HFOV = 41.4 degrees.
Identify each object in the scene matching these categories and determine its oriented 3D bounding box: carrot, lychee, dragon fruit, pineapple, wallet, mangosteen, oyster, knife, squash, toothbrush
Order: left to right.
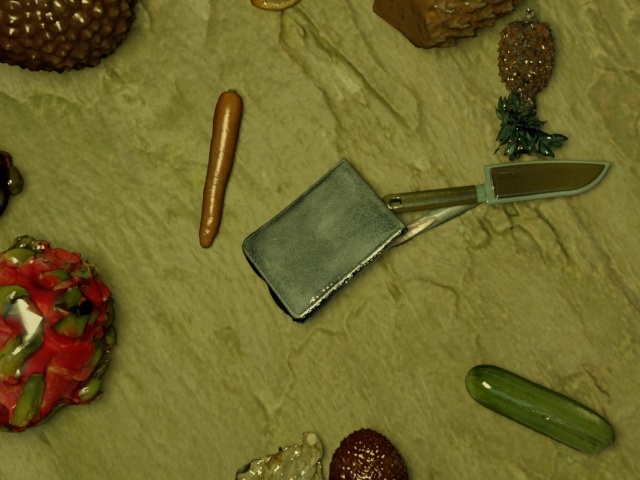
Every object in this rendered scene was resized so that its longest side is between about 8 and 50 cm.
[{"bbox_3d":[-0.527,-0.092,1.276,0.152,0.152,0.153,0,91,3],"label":"mangosteen"},{"bbox_3d":[-0.429,0.147,1.228,0.231,0.237,0.303,26,104,23],"label":"dragon fruit"},{"bbox_3d":[-0.395,-0.355,1.208,0.267,0.267,0.268,0,91,3],"label":"lychee"},{"bbox_3d":[-0.156,-0.109,1.297,0.043,0.043,0.248,10,94,3],"label":"carrot"},{"bbox_3d":[-0.056,0.377,1.280,0.163,0.081,0.191,15,88,7],"label":"oyster"},{"bbox_3d":[0.001,0.001,1.262,0.222,0.036,0.167,-41,62,2],"label":"wallet"},{"bbox_3d":[0.071,0.345,1.251,0.123,0.123,0.129,4,88,3],"label":"lychee"},{"bbox_3d":[0.129,-0.011,1.285,0.375,0.037,0.028,-28,92,1],"label":"toothbrush"},{"bbox_3d":[0.260,-0.085,1.257,0.342,0.027,0.061,-6,77,3],"label":"knife"},{"bbox_3d":[0.259,-0.413,1.209,0.361,0.202,0.202,-23,89,-11],"label":"pineapple"},{"bbox_3d":[0.308,-0.228,1.244,0.103,0.083,0.222,1,93,4],"label":"pineapple"},{"bbox_3d":[0.326,0.251,1.258,0.238,0.069,0.069,24,92,5],"label":"squash"}]

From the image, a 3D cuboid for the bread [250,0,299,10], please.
[{"bbox_3d":[-0.080,-0.470,1.269,0.092,0.074,0.240,-10,91,-1],"label":"bread"}]
